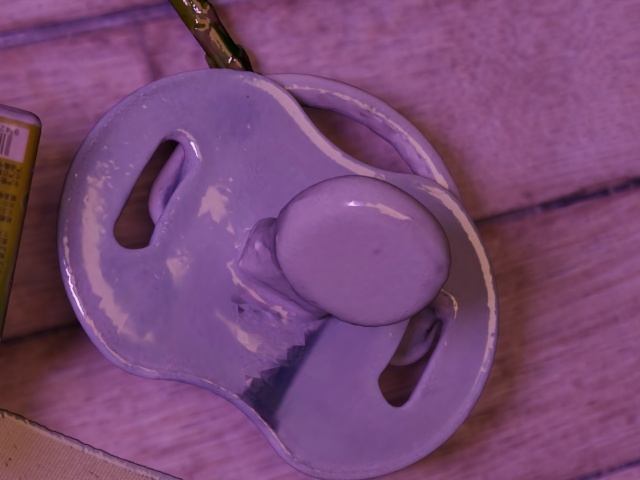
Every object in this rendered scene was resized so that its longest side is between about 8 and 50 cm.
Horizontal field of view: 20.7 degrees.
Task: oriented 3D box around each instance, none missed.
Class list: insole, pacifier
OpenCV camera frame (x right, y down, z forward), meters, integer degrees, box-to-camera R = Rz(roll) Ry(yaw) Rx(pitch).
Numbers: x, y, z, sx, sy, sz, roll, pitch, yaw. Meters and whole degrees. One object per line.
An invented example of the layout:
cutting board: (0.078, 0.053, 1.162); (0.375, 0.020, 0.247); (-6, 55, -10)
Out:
insole: (-0.116, 0.165, 1.031); (0.232, 0.003, 0.080); (31, 74, -12)
pacifier: (0.000, 0.000, 0.984); (0.279, 0.207, 0.227); (31, 74, -12)

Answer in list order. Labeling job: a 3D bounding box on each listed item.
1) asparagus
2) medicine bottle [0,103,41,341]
asparagus: (-0.078, -0.150, 1.074); (0.034, 0.027, 0.236); (-36, 95, -34)
medicine bottle: (-0.215, 0.023, 0.950); (0.088, 0.132, 0.188); (12, 80, -17)
